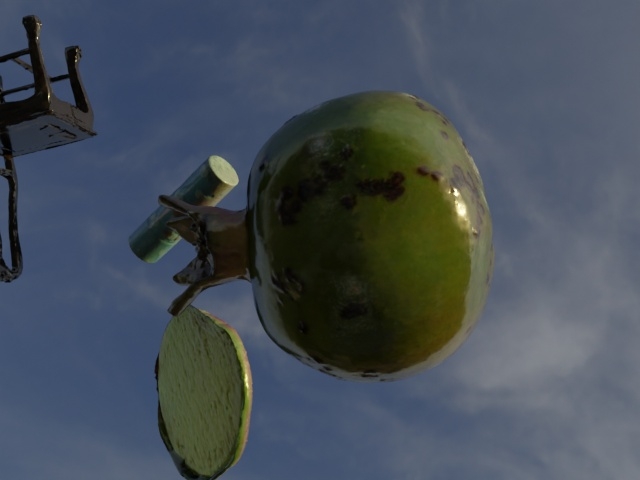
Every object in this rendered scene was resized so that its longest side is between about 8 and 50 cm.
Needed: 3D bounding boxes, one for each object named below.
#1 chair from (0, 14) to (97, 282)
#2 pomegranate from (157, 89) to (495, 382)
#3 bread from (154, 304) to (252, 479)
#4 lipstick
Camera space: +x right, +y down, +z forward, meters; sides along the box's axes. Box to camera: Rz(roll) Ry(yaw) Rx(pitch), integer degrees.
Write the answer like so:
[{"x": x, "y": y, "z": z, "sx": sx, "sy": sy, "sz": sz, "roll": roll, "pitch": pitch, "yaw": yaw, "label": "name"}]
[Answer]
[{"x": -0.286, "y": -0.082, "z": 0.830, "sx": 0.113, "sy": 0.106, "sz": 0.229, "roll": -13, "pitch": -96, "yaw": 8, "label": "chair"}, {"x": 0.011, "y": -0.009, "z": 0.827, "sx": 0.324, "sy": 0.290, "sz": 0.290, "roll": 8, "pitch": -59, "yaw": -16, "label": "pomegranate"}, {"x": -0.149, "y": 0.194, "z": 1.087, "sx": 0.034, "sy": 0.228, "sz": 0.228, "roll": 4, "pitch": -54, "yaw": -37, "label": "bread"}, {"x": -0.165, "y": -0.036, "z": 1.024, "sx": 0.048, "sy": 0.048, "sz": 0.158, "roll": 41, "pitch": -63, "yaw": -16, "label": "lipstick"}]
